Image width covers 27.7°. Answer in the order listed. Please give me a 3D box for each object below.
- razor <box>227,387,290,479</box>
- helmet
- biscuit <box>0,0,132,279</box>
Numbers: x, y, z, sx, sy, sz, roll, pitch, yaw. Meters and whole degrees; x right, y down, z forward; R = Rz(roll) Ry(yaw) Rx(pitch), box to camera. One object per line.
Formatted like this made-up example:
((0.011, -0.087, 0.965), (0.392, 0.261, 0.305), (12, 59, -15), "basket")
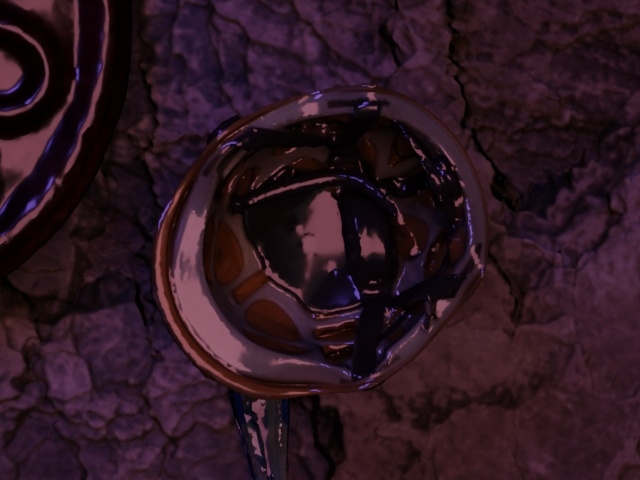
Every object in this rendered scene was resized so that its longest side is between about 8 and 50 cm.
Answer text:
((-0.025, 0.231, 0.913), (0.093, 0.056, 0.324), (-7, 91, -9), "razor")
((0.000, 0.000, 0.880), (0.224, 0.130, 0.198), (-32, 92, 1), "helmet")
((-0.322, -0.140, 0.839), (0.407, 0.091, 0.407), (0, 90, -12), "biscuit")
